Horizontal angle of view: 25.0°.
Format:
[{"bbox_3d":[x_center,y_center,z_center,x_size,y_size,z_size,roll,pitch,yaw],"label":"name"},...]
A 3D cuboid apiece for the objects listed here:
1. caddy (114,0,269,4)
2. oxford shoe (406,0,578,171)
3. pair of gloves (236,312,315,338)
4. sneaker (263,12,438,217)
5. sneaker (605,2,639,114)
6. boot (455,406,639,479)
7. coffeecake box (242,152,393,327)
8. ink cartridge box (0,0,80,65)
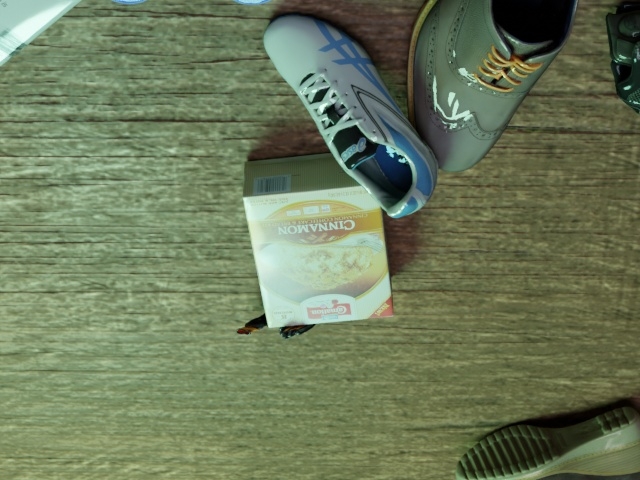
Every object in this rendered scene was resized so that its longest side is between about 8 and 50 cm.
[{"bbox_3d":[-0.114,-0.356,1.201,0.241,0.179,0.341,1,141,6],"label":"caddy"},{"bbox_3d":[0.162,-0.191,1.359,0.130,0.133,0.364,9,131,-8],"label":"oxford shoe"},{"bbox_3d":[-0.044,0.095,1.624,0.083,0.074,0.010,2,106,31],"label":"pair of gloves"},{"bbox_3d":[0.029,-0.125,1.422,0.085,0.086,0.237,-37,98,31],"label":"sneaker"},{"bbox_3d":[0.361,-0.207,1.376,0.130,0.087,0.227,22,131,-24],"label":"sneaker"},{"bbox_3d":[0.309,0.317,1.794,0.248,0.090,0.207,-17,125,9],"label":"boot"},{"bbox_3d":[0.000,0.000,1.559,0.142,0.068,0.185,-6,129,4],"label":"coffeecake box"},{"bbox_3d":[-0.354,-0.254,1.328,0.273,0.115,0.198,-33,122,25],"label":"ink cartridge box"}]
